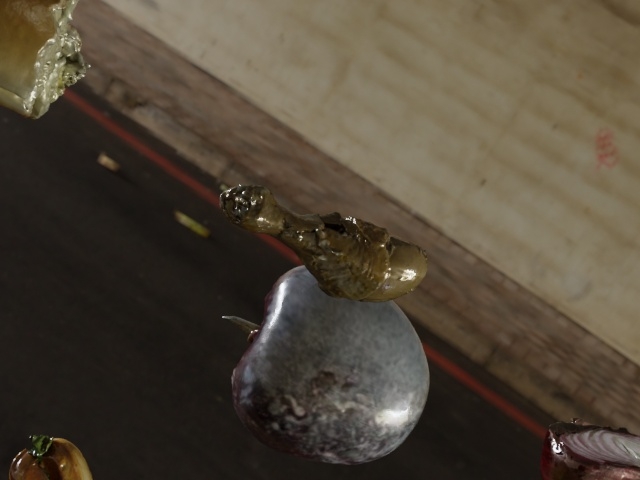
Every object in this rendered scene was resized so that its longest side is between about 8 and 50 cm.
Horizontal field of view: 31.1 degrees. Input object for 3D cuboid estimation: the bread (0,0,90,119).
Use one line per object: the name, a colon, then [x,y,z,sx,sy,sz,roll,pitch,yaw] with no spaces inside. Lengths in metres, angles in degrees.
bread: [-0.363,-0.235,1.272,0.192,0.171,0.314,22,0,-5]

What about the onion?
onion: [0.307,0.258,1.229,0.205,0.098,0.151,11,9,-28]

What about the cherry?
cherry: [0.005,0.164,1.521,0.296,0.255,0.218,26,-23,-4]

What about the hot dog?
hot dog: [-0.234,0.264,1.079,0.055,0.072,0.188,-104,174,-84]

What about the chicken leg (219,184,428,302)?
chicken leg: [-0.001,0.003,1.007,0.198,0.069,0.085,24,-14,-23]
